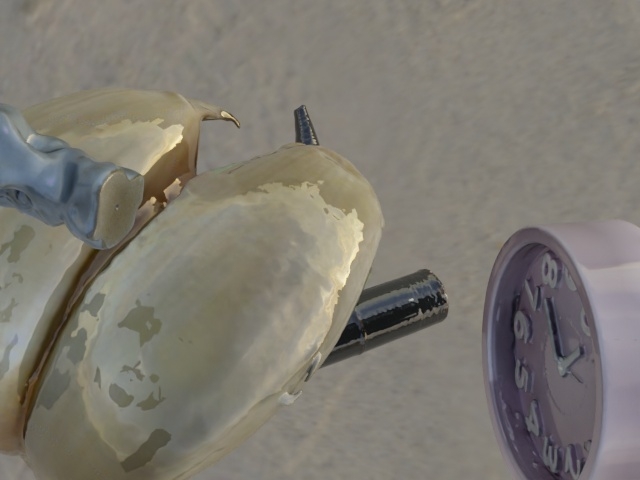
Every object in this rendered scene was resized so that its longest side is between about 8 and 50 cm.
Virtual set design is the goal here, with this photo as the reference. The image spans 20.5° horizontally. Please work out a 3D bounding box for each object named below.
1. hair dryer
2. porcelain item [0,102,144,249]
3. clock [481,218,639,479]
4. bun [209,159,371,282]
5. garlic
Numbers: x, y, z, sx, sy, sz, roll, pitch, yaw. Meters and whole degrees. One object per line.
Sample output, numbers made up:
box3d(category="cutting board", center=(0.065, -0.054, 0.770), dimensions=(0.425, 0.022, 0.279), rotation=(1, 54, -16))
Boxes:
box3d(category="hair dryer", center=(-0.014, -0.001, 1.337), dimensions=(0.173, 0.050, 0.195), rotation=(-20, 83, -28))
box3d(category="porcelain item", center=(-0.091, -0.022, 0.510), dimensions=(0.083, 0.036, 0.028), rotation=(20, 66, 26))
box3d(category="clock", center=(0.178, 0.085, 1.206), dimensions=(0.068, 0.197, 0.197), rotation=(-3, 87, -18))
box3d(category="bun", center=(-0.050, 0.021, 1.590), dimensions=(0.195, 0.118, 0.195), rotation=(12, 38, -10))
box3d(category="garlic", center=(-0.125, 0.042, 1.172), dimensions=(0.313, 0.249, 0.286), rotation=(-51, 57, 18))
